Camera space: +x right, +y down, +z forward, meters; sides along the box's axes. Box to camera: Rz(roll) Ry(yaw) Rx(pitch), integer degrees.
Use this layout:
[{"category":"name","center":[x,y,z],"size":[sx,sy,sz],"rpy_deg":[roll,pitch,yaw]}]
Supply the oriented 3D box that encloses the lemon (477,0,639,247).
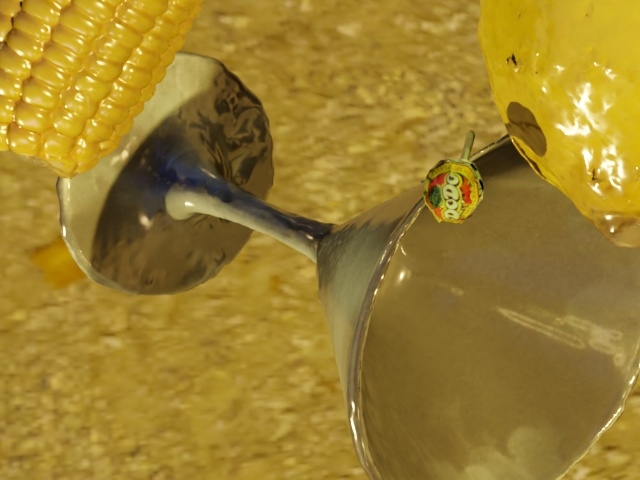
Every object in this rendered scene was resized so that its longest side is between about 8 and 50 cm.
[{"category":"lemon","center":[0.150,-0.096,0.669],"size":[0.180,0.193,0.180],"rpy_deg":[9,127,12]}]

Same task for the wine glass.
[{"category":"wine glass","center":[0.000,0.000,1.194],"size":[0.406,0.267,0.267],"rpy_deg":[25,100,46]}]

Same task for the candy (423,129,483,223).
[{"category":"candy","center":[0.056,-0.028,0.671],"size":[0.023,0.083,0.025],"rpy_deg":[-33,100,19]}]

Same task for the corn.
[{"category":"corn","center":[-0.071,-0.170,0.747],"size":[0.106,0.106,0.305],"rpy_deg":[31,102,28]}]
